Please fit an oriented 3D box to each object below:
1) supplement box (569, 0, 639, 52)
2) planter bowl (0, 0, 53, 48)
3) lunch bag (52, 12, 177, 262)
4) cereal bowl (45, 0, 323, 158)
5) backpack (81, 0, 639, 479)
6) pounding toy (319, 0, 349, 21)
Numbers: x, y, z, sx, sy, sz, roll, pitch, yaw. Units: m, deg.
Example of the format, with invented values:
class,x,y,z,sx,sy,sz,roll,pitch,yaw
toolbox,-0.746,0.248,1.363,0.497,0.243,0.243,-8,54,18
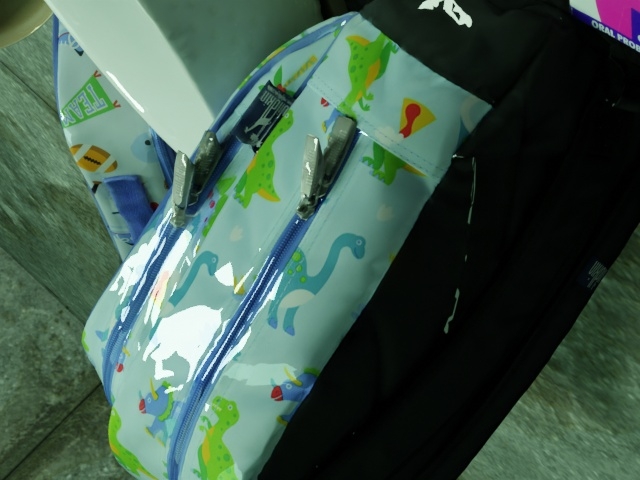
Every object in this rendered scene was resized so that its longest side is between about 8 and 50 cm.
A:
class,x,y,z,sx,sy,sz,roll,pitch,yaw
supplement box,0.184,-0.177,0.747,0.111,0.114,0.220,36,159,27
planter bowl,-0.354,-0.278,1.702,0.162,0.162,0.109,85,163,-65
lunch bag,-0.150,-0.109,1.469,0.303,0.115,0.243,74,-171,-63
cereal bowl,-0.108,-0.204,1.094,0.339,0.141,0.339,50,170,12
backpack,0.027,0.027,0.999,0.273,0.355,0.290,23,-177,27
pounding toy,-0.048,-0.193,1.267,0.181,0.094,0.206,32,159,37
